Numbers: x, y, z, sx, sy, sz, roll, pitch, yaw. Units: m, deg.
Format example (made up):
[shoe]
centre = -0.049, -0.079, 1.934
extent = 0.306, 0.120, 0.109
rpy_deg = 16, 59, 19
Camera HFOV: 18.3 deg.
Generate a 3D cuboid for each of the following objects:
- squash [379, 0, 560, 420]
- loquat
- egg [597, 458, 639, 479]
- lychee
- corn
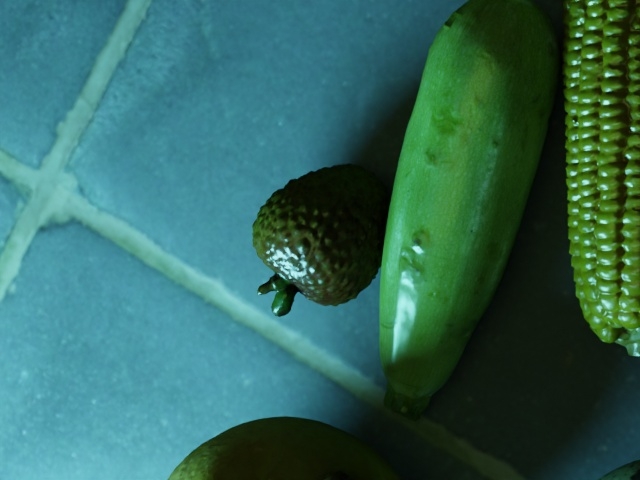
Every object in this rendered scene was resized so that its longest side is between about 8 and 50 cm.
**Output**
[squash]
centre = 0.110, -0.026, 1.654
extent = 0.118, 0.118, 0.370
rpy_deg = 18, 97, 19
[loquat]
centre = -0.031, 0.258, 1.639
extent = 0.244, 0.244, 0.244
rpy_deg = 0, 89, 19
[egg]
centre = 0.252, 0.250, 1.591
extent = 0.132, 0.132, 0.172
rpy_deg = 31, 89, 17
[lychee]
centre = 0.000, 0.000, 1.694
extent = 0.114, 0.114, 0.146
rpy_deg = 40, 85, 15
[corn]
centre = 0.252, -0.088, 1.601
extent = 0.120, 0.120, 0.363
rpy_deg = -5, 88, 19
